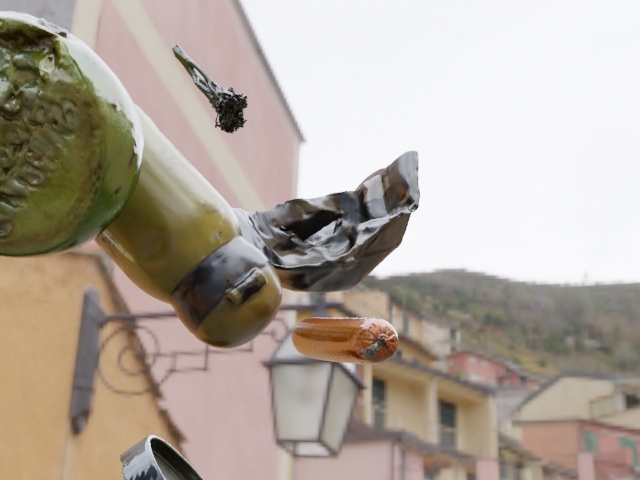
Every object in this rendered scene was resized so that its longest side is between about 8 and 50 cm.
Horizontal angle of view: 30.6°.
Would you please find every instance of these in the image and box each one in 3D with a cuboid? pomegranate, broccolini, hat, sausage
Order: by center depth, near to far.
[{"bbox_3d":[-0.368,-0.097,1.369,0.309,0.216,0.359,24,-69,-4],"label":"pomegranate"},{"bbox_3d":[0.022,0.117,1.383,0.053,0.053,0.348,9,-6,-14],"label":"sausage"},{"bbox_3d":[0.000,0.000,1.926,0.366,0.257,0.382,-16,-21,-5],"label":"hat"},{"bbox_3d":[-0.180,-0.263,1.930,0.058,0.201,0.074,-5,-40,-39],"label":"broccolini"}]

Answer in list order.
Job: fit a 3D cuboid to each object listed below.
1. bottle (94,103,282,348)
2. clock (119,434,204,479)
[{"bbox_3d":[-0.198,-0.005,1.560,0.171,0.351,0.171,-41,-10,-9],"label":"bottle"},{"bbox_3d":[-0.194,0.414,1.754,0.055,0.280,0.280,-38,-31,-2],"label":"clock"}]
